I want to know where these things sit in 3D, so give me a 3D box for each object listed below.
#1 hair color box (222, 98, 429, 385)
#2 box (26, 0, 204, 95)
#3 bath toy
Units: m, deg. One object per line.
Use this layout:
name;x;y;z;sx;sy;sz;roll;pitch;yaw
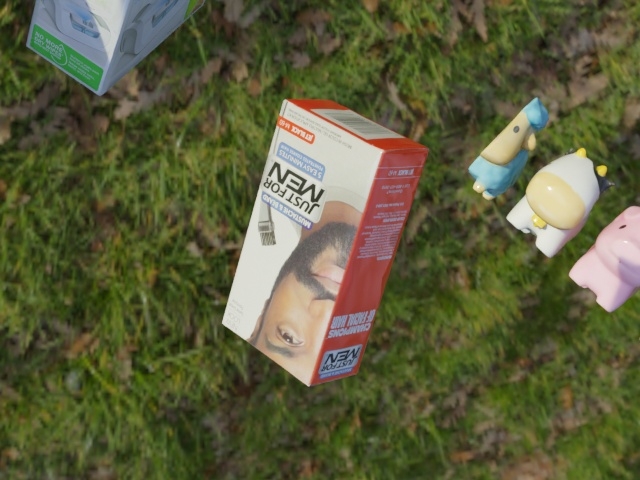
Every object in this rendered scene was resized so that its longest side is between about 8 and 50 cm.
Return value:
hair color box;0.000;0.000;0.743;0.053;0.093;0.167;-7;120;-47
box;-0.231;-0.356;1.405;0.126;0.262;0.231;34;137;2
bath toy;0.326;0.002;1.232;0.348;0.151;0.129;44;98;9
